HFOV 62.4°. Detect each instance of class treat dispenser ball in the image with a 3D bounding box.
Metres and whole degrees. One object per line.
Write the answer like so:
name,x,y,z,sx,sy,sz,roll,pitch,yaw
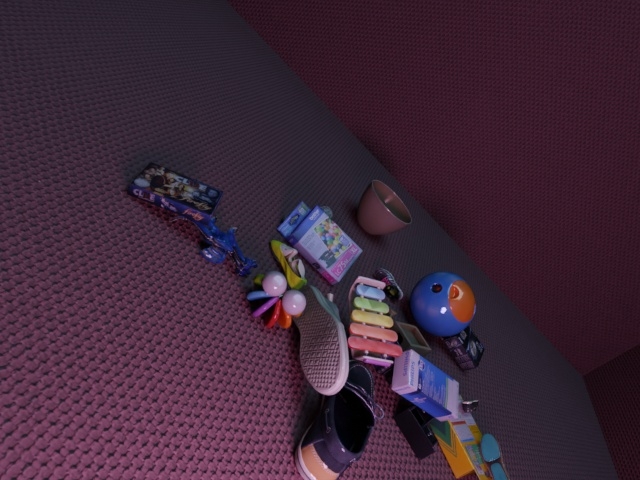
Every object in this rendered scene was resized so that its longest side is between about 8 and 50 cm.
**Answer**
treat dispenser ball,0.541,0.281,2.349,0.288,0.288,0.288,37,27,-23

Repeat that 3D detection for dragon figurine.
dragon figurine,-0.312,0.009,1.602,0.289,0.085,0.144,30,30,-37

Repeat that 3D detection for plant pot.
plant pot,0.293,-0.136,2.660,0.284,0.191,0.284,37,26,-22

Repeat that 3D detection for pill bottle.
pill bottle,0.224,0.392,1.870,0.122,0.122,0.219,1,52,-58

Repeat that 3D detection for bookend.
bookend,0.343,0.629,1.780,0.156,0.072,0.157,1,52,-58

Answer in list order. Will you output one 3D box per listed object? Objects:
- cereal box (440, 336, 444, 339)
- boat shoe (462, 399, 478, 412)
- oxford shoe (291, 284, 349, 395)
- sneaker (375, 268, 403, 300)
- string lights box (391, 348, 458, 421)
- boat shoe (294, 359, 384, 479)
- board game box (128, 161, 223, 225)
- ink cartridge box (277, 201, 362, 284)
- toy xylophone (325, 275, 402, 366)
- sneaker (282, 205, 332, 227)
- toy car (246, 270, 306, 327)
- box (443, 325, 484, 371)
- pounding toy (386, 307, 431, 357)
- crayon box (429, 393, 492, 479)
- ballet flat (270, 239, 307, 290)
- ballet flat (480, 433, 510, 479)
cereal box,0.653,0.447,2.567,0.240,0.047,0.173,33,31,-30
boat shoe,0.566,0.622,1.992,0.133,0.048,0.042,16,67,-60
oxford shoe,0.014,0.292,1.585,0.130,0.169,0.449,43,10,-27
sneaker,0.303,0.199,2.343,0.170,0.063,0.075,54,19,0
string lights box,0.358,0.490,1.779,0.259,0.076,0.134,38,45,-25
boat shoe,0.083,0.479,1.485,0.187,0.156,0.500,47,23,2
board game box,-0.429,-0.143,1.593,0.243,0.042,0.165,22,30,-8
ink cartridge box,0.000,0.000,2.050,0.311,0.065,0.186,44,58,-5
toy xylophone,0.140,0.274,1.769,0.236,0.081,0.323,8,54,-27
sneaker,-0.067,-0.075,2.147,0.221,0.118,0.083,-11,78,-30
toy car,-0.145,0.187,1.582,0.182,0.159,0.136,45,62,-8
box,0.659,0.480,2.423,0.180,0.077,0.147,56,40,-6
pounding toy,0.302,0.370,2.076,0.181,0.094,0.206,19,28,-38
crayon box,0.509,0.721,1.903,0.203,0.083,0.323,18,38,-48
ballet flat,-0.104,0.074,1.852,0.077,0.077,0.231,16,40,-48
ballet flat,0.601,0.773,1.822,0.206,0.073,0.067,-91,160,-51
